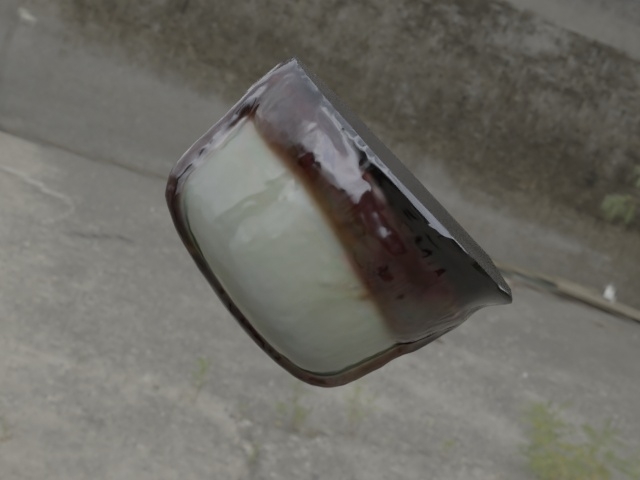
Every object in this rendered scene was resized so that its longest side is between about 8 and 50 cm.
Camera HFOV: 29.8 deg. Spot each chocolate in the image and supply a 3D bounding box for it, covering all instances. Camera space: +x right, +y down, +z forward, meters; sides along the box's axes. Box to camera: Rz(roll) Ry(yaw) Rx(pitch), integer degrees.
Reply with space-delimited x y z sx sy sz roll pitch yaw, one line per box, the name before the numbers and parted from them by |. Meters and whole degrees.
chocolate | 0.000 0.000 1.004 0.283 0.186 0.283 45 9 -9
